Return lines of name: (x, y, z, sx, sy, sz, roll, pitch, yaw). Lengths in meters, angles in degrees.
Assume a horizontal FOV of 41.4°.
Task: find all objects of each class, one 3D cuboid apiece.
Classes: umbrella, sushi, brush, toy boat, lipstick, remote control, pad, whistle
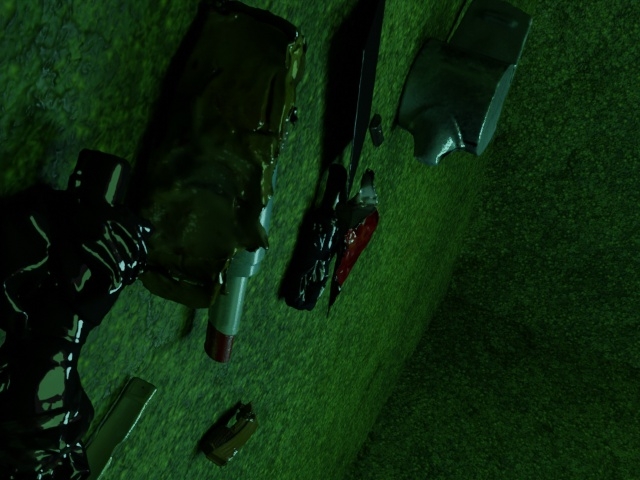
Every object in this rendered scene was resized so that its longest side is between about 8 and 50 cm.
umbrella: (-0.204, 0.063, 0.638, 0.110, 0.122, 0.272, 21, -87, 61)
sushi: (-0.084, -0.072, 0.795, 0.131, 0.139, 0.290, -9, 119, -82)
umbrella: (0.004, -0.001, 1.330, 0.071, 0.071, 0.248, -25, 137, -69)
brush: (-0.234, 0.228, 0.903, 0.178, 0.033, 0.030, -59, 169, -28)
toy boat: (-0.135, 0.296, 1.317, 0.047, 0.049, 0.149, -40, -179, 28)
lipstick: (-0.103, 0.026, 0.992, 0.061, 0.068, 0.274, -54, 160, -60)
remote control: (0.102, -0.191, 1.493, 0.091, 0.016, 0.034, 59, 51, -73)
pad: (0.068, -0.222, 1.258, 0.299, 0.005, 0.202, 95, 9, -51)
whistle: (0.293, -0.317, 1.678, 0.404, 0.168, 0.188, -53, 159, -43)

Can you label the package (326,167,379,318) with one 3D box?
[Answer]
package: (0.053, 0.001, 1.444, 0.269, 0.071, 0.194, 97, 16, -56)
